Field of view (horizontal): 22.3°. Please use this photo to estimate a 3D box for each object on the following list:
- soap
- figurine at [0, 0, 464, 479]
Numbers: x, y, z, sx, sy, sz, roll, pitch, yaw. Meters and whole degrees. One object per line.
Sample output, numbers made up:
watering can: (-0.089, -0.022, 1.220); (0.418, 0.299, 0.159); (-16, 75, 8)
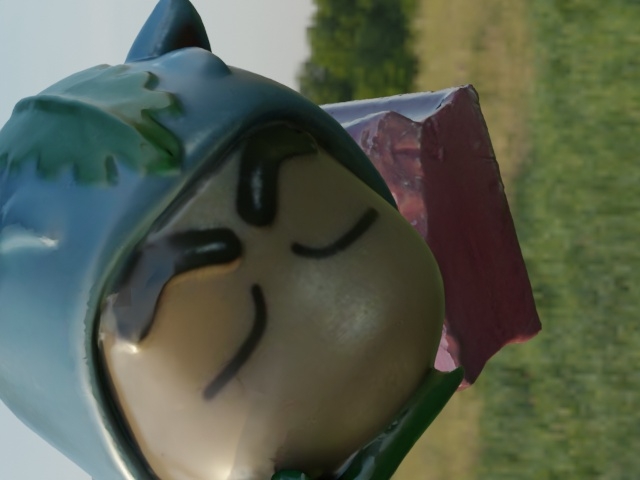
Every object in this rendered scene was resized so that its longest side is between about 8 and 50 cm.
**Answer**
soap: (0.000, 0.000, 1.409); (0.128, 0.360, 0.233); (-28, -73, -38)
figurine: (-0.013, 0.039, 0.394); (0.144, 0.114, 0.178); (37, 154, 39)
